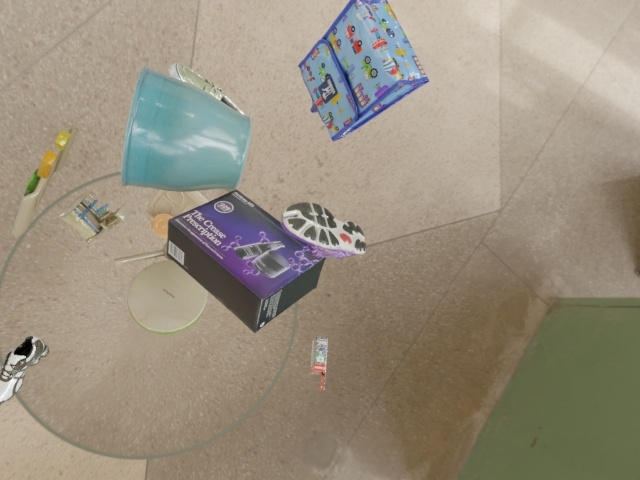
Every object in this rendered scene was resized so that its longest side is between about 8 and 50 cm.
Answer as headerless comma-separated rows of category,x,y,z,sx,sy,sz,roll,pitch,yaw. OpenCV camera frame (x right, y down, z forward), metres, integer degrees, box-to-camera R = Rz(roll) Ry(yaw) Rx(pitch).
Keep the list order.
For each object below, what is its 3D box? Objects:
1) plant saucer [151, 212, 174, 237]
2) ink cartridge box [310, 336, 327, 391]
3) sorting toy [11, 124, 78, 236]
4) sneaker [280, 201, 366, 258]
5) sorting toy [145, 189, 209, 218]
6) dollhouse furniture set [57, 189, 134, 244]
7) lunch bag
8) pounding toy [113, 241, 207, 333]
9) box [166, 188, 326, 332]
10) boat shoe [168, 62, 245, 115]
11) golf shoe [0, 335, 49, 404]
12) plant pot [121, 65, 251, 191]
plant saucer,-0.515,-0.048,1.562,0.083,0.013,0.084,-2,99,-13
ink cartridge box,-0.006,0.282,1.081,0.029,0.063,0.115,8,67,-7
sorting toy,-0.624,-0.160,1.072,0.041,0.307,0.229,28,52,-26
sneaker,0.000,0.000,0.693,0.169,0.071,0.068,24,46,-47
sorting toy,-0.462,-0.104,1.577,0.193,0.208,0.038,45,33,-8
dollhouse furniture set,-0.722,-0.104,1.558,0.129,0.183,0.129,53,25,-26
lunch bag,0.075,-0.399,1.156,0.138,0.293,0.221,-25,88,-45
pounding toy,-0.382,0.132,1.174,0.182,0.110,0.237,-22,67,-22
box,-0.150,0.029,0.946,0.261,0.103,0.184,36,41,21
boat shoe,-0.356,-0.465,1.536,0.302,0.094,0.109,42,33,-46
golf shoe,-0.826,0.341,1.269,0.077,0.094,0.198,19,54,7
plant pot,-0.303,-0.232,1.107,0.255,0.271,0.272,12,79,-17
